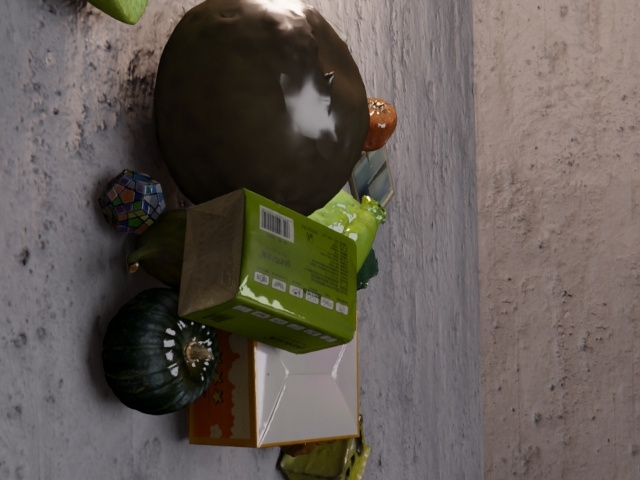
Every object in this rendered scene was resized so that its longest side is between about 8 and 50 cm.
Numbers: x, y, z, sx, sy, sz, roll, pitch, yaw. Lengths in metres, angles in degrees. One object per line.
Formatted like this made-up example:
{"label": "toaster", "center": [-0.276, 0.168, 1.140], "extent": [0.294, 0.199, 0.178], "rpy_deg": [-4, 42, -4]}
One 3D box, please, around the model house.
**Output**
{"label": "model house", "center": [0.017, 0.546, 2.101], "extent": [0.193, 0.174, 0.234], "rpy_deg": [-67, 156, -43]}

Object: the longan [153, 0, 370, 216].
{"label": "longan", "center": [-0.105, -0.239, 1.584], "extent": [0.404, 0.403, 0.436], "rpy_deg": [-27, 117, -63]}

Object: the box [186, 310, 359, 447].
{"label": "box", "center": [-0.091, 0.262, 1.700], "extent": [0.283, 0.213, 0.260], "rpy_deg": [8, 80, -45]}

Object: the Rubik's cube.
{"label": "Rubik's cube", "center": [-0.316, -0.065, 1.460], "extent": [0.111, 0.093, 0.111], "rpy_deg": [-3, 93, -63]}

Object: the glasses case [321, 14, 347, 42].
{"label": "glasses case", "center": [-0.018, -0.406, 2.128], "extent": [0.128, 0.083, 0.308], "rpy_deg": [51, 44, -44]}

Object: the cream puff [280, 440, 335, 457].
{"label": "cream puff", "center": [-0.040, 0.365, 1.967], "extent": [0.269, 0.154, 0.241], "rpy_deg": [14, 75, -43]}

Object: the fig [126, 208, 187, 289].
{"label": "fig", "center": [-0.274, 0.025, 1.484], "extent": [0.245, 0.149, 0.149], "rpy_deg": [-14, 102, -66]}

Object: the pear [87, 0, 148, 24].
{"label": "pear", "center": [-0.339, -0.474, 1.391], "extent": [0.239, 0.139, 0.288], "rpy_deg": [76, 20, -60]}

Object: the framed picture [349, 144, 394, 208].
{"label": "framed picture", "center": [0.152, -0.171, 2.559], "extent": [0.289, 0.016, 0.213], "rpy_deg": [-52, 135, -54]}

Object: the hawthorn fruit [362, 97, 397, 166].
{"label": "hawthorn fruit", "center": [0.124, -0.306, 2.397], "extent": [0.189, 0.149, 0.149], "rpy_deg": [-57, 167, 25]}

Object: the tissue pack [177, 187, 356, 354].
{"label": "tissue pack", "center": [-0.084, 0.059, 1.476], "extent": [0.274, 0.167, 0.200], "rpy_deg": [25, 58, -42]}

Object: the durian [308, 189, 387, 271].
{"label": "durian", "center": [0.000, 0.000, 2.043], "extent": [0.256, 0.204, 0.340], "rpy_deg": [42, 56, -31]}

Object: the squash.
{"label": "squash", "center": [-0.265, 0.184, 1.467], "extent": [0.218, 0.172, 0.218], "rpy_deg": [15, 66, -36]}

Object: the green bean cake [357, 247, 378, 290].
{"label": "green bean cake", "center": [0.064, 0.081, 2.258], "extent": [0.193, 0.107, 0.208], "rpy_deg": [69, 32, -42]}
